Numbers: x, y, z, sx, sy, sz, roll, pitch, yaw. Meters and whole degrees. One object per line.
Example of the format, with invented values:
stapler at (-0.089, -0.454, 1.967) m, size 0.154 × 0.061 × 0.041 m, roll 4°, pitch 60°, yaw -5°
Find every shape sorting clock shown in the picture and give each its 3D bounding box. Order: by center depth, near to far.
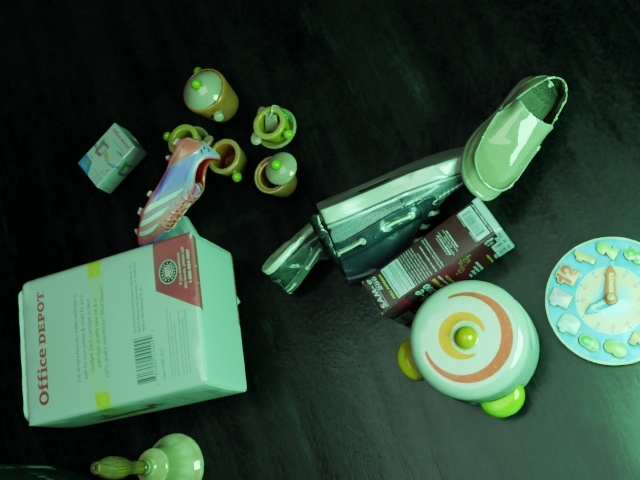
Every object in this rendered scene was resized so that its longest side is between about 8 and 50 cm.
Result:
shape sorting clock at (0.464, 0.095, 1.313) m, size 0.206 × 0.040 × 0.206 m, roll -6°, pitch 74°, yaw 22°

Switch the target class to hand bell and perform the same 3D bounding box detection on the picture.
hand bell at (-0.320, 0.397, 1.448) m, size 0.126 × 0.242 × 0.126 m, roll -7°, pitch 73°, yaw 21°

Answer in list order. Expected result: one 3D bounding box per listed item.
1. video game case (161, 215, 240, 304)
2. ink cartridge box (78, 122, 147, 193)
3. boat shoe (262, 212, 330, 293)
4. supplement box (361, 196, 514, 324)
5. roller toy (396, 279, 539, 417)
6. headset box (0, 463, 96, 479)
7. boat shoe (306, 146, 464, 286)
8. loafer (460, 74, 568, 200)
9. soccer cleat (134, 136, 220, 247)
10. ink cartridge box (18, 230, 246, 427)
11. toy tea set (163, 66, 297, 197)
video game case at (-0.293, 0.097, 1.642) m, size 0.206 × 0.026 × 0.227 m, roll -39°, pitch 65°, yaw 9°
ink cartridge box at (-0.445, -0.177, 1.766) m, size 0.122 × 0.052 × 0.088 m, roll -46°, pitch 63°, yaw 4°
boat shoe at (0.000, 0.000, 1.528) m, size 0.233 × 0.084 × 0.079 m, roll -43°, pitch 101°, yaw -1°
supplement box at (0.200, 0.040, 1.390) m, size 0.239 × 0.130 × 0.073 m, roll -37°, pitch 65°, yaw 11°
roller toy at (0.245, 0.164, 1.327) m, size 0.209 × 0.146 × 0.191 m, roll 21°, pitch 84°, yaw 27°
headset box at (-0.469, 0.504, 1.479) m, size 0.283 × 0.246 × 0.131 m, roll 10°, pitch 80°, yaw 26°
boat shoe at (0.157, -0.043, 1.454) m, size 0.340 × 0.127 × 0.158 m, roll -22°, pitch 102°, yaw 1°
loafer at (0.324, -0.184, 1.372) m, size 0.102 × 0.092 × 0.269 m, roll 36°, pitch 70°, yaw -8°
soccer cleat at (-0.283, -0.083, 1.615) m, size 0.095 × 0.083 × 0.248 m, roll 28°, pitch 100°, yaw 11°
ink cartridge box at (-0.354, 0.178, 1.541) m, size 0.384 × 0.160 × 0.279 m, roll -15°, pitch 71°, yaw 18°
toy tea set at (-0.172, -0.213, 1.619) m, size 0.336 × 0.124 × 0.200 m, roll 25°, pitch 86°, yaw 27°
